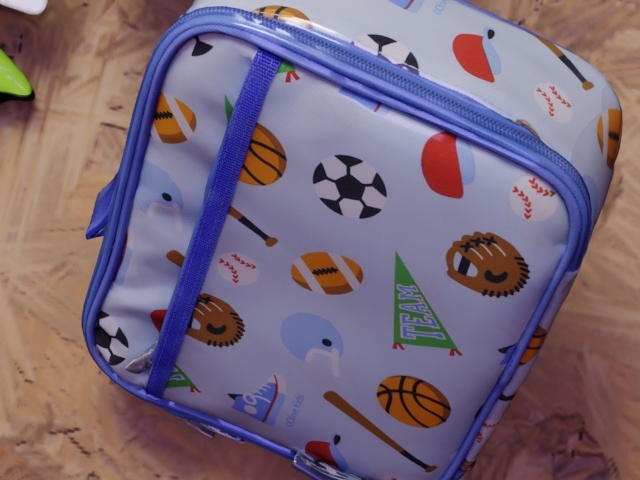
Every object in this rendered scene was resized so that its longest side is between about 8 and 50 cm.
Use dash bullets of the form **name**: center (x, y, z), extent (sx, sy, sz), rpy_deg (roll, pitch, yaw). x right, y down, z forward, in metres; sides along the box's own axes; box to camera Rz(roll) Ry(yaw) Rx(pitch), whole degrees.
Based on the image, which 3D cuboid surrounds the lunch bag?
- **lunch bag**: center (0.000, 0.000, 0.926), extent (0.243, 0.303, 0.115), rpy_deg (23, 45, 0)

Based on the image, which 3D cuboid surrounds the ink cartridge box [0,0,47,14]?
- **ink cartridge box**: center (-0.227, -0.204, 1.031), extent (0.198, 0.067, 0.115), rpy_deg (19, 90, 4)

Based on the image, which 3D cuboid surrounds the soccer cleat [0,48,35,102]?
- **soccer cleat**: center (-0.237, -0.040, 1.033), extent (0.072, 0.060, 0.179), rpy_deg (40, 87, 1)
